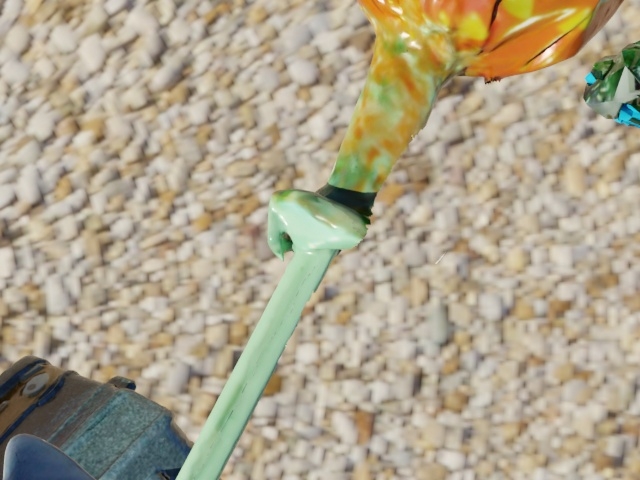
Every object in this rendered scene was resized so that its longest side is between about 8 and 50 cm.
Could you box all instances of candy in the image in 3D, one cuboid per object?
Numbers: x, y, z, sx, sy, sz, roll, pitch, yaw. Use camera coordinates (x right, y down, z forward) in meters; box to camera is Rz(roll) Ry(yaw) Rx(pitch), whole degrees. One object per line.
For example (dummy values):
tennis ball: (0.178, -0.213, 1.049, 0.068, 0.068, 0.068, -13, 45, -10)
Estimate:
candy: (0.000, 0.000, 0.336, 0.055, 0.049, 0.184, 23, 80, 27)

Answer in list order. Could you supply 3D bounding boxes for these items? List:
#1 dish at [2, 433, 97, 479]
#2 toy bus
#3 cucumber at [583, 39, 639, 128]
dish: (-0.117, 0.206, 0.858, 0.236, 0.086, 0.228, -16, 69, -34)
toy bus: (-0.112, 0.242, 1.299, 0.162, 0.194, 0.323, -48, 123, -22)
cucumber: (0.222, -0.042, 0.696, 0.257, 0.043, 0.044, 10, 67, 6)
